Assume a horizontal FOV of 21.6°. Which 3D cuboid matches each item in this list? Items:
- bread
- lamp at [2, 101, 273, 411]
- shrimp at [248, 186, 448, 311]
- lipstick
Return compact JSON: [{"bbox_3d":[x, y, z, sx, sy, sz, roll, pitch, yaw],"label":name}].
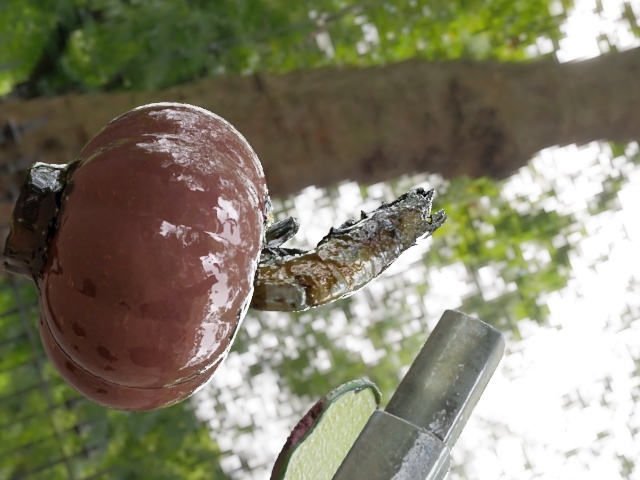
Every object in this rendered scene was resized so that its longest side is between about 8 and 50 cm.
[{"bbox_3d":[-0.002,0.261,1.966,0.033,0.228,0.228,28,-37,23],"label":"bread"},{"bbox_3d":[-0.177,0.009,1.596,0.305,0.239,0.305,-164,-90,-85],"label":"lamp"},{"bbox_3d":[0.000,0.000,2.143,0.233,0.365,0.071,11,-60,36],"label":"shrimp"},{"bbox_3d":[0.070,0.171,1.366,0.077,0.253,0.079,26,-31,14],"label":"lipstick"}]
